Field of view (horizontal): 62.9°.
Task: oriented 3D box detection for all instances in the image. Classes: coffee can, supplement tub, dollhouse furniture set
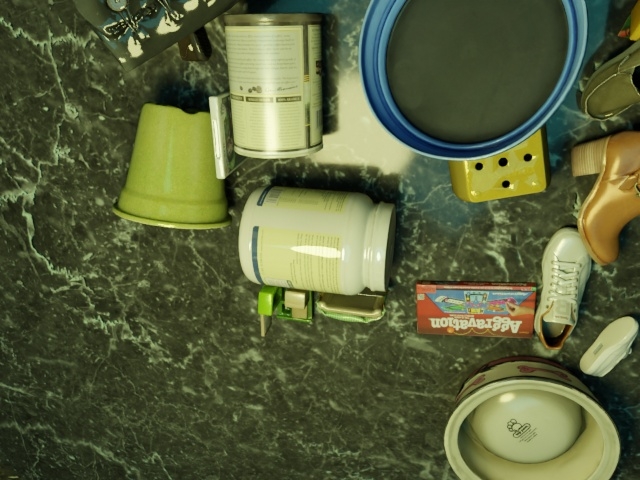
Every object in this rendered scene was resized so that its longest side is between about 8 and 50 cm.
[{"bbox_3d":[-0.094,-0.332,1.109,0.201,0.201,0.275,4,113,11],"label":"coffee can"},{"bbox_3d":[0.000,0.000,1.205,0.324,0.235,0.235,6,114,13],"label":"supplement tub"},{"bbox_3d":[0.016,0.176,1.300,0.301,0.197,0.151,6,112,11],"label":"dollhouse furniture set"}]

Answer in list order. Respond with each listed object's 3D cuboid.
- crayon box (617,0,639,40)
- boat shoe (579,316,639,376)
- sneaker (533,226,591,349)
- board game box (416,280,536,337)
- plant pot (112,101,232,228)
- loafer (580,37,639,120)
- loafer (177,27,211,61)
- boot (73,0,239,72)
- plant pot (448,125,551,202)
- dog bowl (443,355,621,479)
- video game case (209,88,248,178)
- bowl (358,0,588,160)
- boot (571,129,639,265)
[{"bbox_3d":[0.668,-0.419,0.862,0.202,0.081,0.318,14,156,8],"label":"crayon box"},{"bbox_3d":[0.704,0.260,1.251,0.063,0.066,0.184,21,115,-8],"label":"boat shoe"},{"bbox_3d":[0.559,0.119,1.192,0.105,0.123,0.290,5,112,13],"label":"sneaker"},{"bbox_3d":[0.384,0.172,1.307,0.281,0.027,0.145,0,114,13],"label":"board game box"},{"bbox_3d":[-0.329,-0.182,1.215,0.276,0.276,0.254,11,104,9],"label":"plant pot"},{"bbox_3d":[0.577,-0.298,0.970,0.094,0.087,0.251,21,155,-2],"label":"loafer"},{"bbox_3d":[-0.319,-0.500,1.158,0.078,0.080,0.220,-12,109,17],"label":"loafer"},{"bbox_3d":[-0.302,-0.592,1.007,0.445,0.146,0.367,-22,104,20],"label":"boot"},{"bbox_3d":[0.365,-0.184,1.072,0.212,0.187,0.212,-9,110,16],"label":"plant pot"},{"bbox_3d":[0.523,0.477,1.337,0.407,0.150,0.408,5,114,12],"label":"dog bowl"},{"bbox_3d":[-0.200,-0.247,1.175,0.022,0.190,0.173,3,113,8],"label":"video game case"},{"bbox_3d":[0.258,-0.337,0.927,0.391,0.077,0.391,5,100,30],"label":"bowl"},{"bbox_3d":[0.645,-0.083,1.055,0.220,0.109,0.284,-2,102,46],"label":"boot"}]
